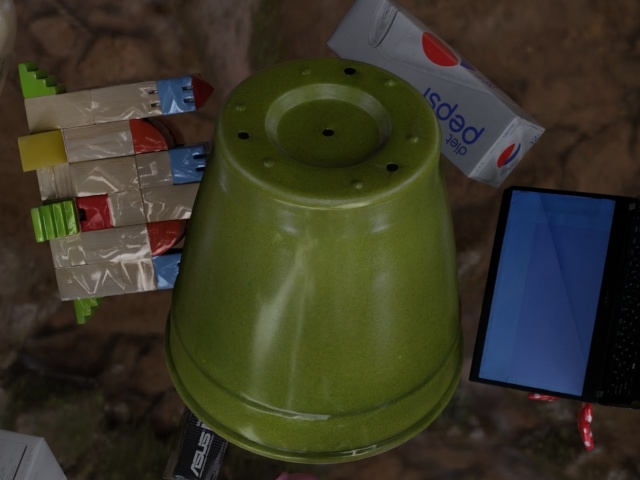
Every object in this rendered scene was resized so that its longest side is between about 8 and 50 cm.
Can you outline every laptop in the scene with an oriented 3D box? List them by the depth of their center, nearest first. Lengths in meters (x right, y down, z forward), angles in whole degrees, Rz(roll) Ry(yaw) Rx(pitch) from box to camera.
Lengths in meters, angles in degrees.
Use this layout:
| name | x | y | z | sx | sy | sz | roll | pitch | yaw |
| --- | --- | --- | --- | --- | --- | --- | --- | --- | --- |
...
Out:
| name | x | y | z | sx | sy | sz | roll | pitch | yaw |
| --- | --- | --- | --- | --- | --- | --- | --- | --- | --- |
| laptop | 0.269 | 0.049 | 1.389 | 0.136 | 0.234 | 0.264 | 11 | 174 | -5 |

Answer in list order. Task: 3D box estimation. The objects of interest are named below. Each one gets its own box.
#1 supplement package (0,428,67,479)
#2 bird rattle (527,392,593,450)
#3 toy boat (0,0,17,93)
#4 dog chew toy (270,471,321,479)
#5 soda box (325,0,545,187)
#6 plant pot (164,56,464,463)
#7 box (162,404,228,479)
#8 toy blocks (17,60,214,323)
| name | x | y | z | sx | sy | sz | roll | pitch | yaw |
| --- | --- | --- | --- | --- | --- | --- | --- | --- | --- |
| supplement package | -0.476 | 0.318 | 1.701 | 0.244 | 0.139 | 0.134 | 9 | 147 | 11 |
| bird rattle | 0.385 | 0.132 | 1.673 | 0.143 | 0.207 | 0.254 | 27 | 122 | 31 |
| toy boat | -0.484 | -0.191 | 1.612 | 0.148 | 0.318 | 0.267 | 23 | 142 | -7 |
| dog chew toy | 0.018 | 0.558 | 2.363 | 0.206 | 0.206 | 0.332 | -36 | 91 | 30 |
| soda box | 0.139 | -0.194 | 1.643 | 0.098 | 0.286 | 0.091 | -52 | 150 | 16 |
| plant pot | 0.000 | 0.000 | 1.482 | 0.366 | 0.367 | 0.353 | 2 | 137 | -2 |
| box | -0.163 | 0.249 | 1.913 | 0.060 | 0.216 | 0.270 | 18 | 168 | -7 |
| toy blocks | -0.252 | -0.078 | 1.847 | 0.260 | 0.191 | 0.382 | -6 | 101 | 9 |
